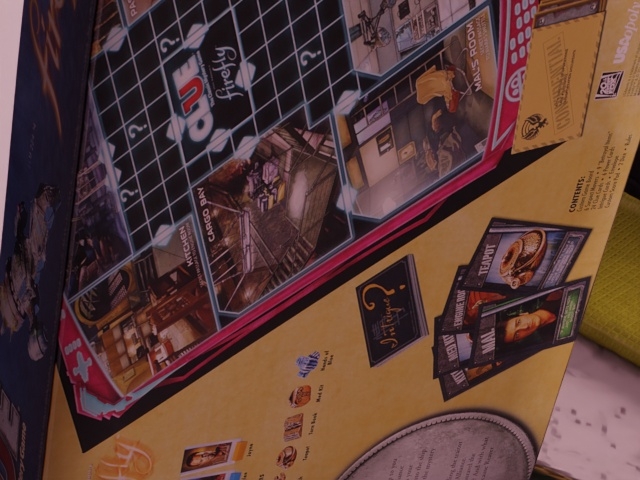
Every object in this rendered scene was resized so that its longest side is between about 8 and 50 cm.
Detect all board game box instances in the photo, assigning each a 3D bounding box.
[{"bbox_3d":[0.000,0.000,0.444,0.165,0.243,0.042,-7,37,-28],"label":"board game box"}]

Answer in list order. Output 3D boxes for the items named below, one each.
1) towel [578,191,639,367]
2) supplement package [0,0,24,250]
[{"bbox_3d":[0.147,0.024,0.667,0.237,0.021,0.102,29,35,25],"label":"towel"},{"bbox_3d":[-0.135,-0.098,0.596,0.149,0.194,0.203,30,36,27],"label":"supplement package"}]
